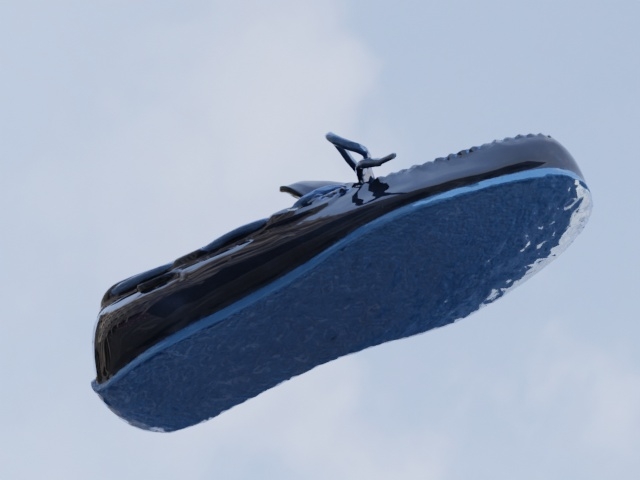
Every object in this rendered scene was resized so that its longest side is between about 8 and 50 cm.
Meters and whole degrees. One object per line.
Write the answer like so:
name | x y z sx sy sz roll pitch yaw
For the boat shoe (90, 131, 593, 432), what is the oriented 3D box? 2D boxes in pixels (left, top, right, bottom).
boat shoe | 0.000 0.000 0.887 0.258 0.089 0.109 -20 -43 2
